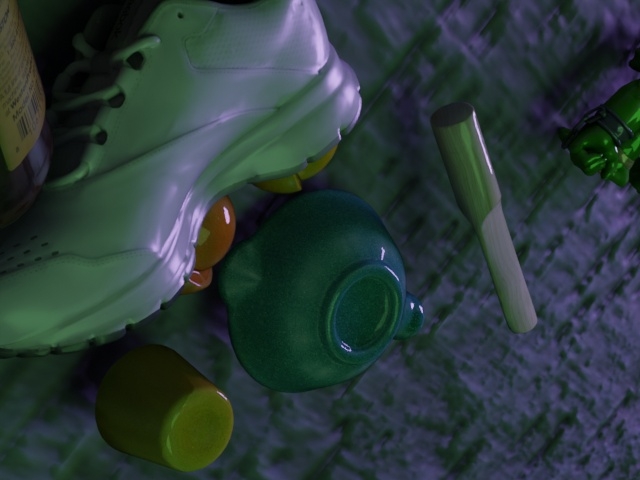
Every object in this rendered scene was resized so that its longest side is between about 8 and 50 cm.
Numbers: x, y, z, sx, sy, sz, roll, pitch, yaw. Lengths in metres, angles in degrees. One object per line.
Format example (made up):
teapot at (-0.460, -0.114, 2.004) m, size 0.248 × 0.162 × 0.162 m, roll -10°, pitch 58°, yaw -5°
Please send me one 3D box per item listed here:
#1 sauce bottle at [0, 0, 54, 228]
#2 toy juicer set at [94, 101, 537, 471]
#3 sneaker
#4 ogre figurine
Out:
sauce bottle at (-0.184, -0.140, 0.623) m, size 0.111 × 0.111 × 0.344 m, roll -35°, pitch 146°, yaw -23°
toy juicer set at (0.000, 0.000, 1.023) m, size 0.329 × 0.089 × 0.209 m, roll -18°, pitch 116°, yaw -35°
sneaker at (-0.098, -0.053, 0.824) m, size 0.297 × 0.111 × 0.129 m, roll -48°, pitch 132°, yaw -39°
ogre figurine at (0.258, -0.092, 1.218) m, size 0.197 × 0.097 × 0.118 m, roll 22°, pitch 115°, yaw -44°
